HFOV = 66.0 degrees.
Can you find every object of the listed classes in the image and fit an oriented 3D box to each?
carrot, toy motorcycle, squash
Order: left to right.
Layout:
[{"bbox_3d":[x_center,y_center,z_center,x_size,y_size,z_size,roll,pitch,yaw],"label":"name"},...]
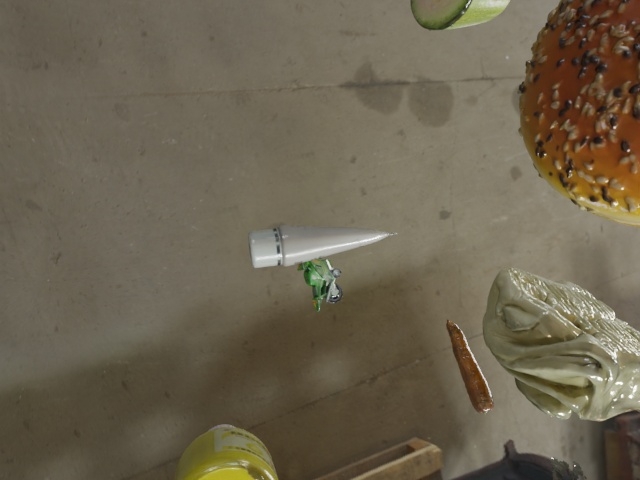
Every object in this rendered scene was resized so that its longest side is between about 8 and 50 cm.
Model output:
[{"bbox_3d":[-0.006,0.097,1.397,0.106,0.074,0.190,-22,90,-27],"label":"toy motorcycle"},{"bbox_3d":[0.244,-0.443,0.838,0.123,0.170,0.170,-9,90,-30],"label":"squash"},{"bbox_3d":[0.377,0.319,1.261,0.059,0.059,0.248,-8,68,-29],"label":"carrot"}]

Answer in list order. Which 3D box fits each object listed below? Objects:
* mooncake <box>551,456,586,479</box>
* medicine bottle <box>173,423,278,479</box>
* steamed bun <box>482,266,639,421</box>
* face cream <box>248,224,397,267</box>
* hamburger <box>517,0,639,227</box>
[{"bbox_3d":[0.531,0.314,0.796,0.057,0.347,0.150,44,32,-38],"label":"mooncake"},{"bbox_3d":[-0.117,0.291,0.606,0.122,0.212,0.121,1,87,-12],"label":"medicine bottle"},{"bbox_3d":[0.497,0.243,1.009,0.346,0.394,0.237,-28,146,-60],"label":"steamed bun"},{"bbox_3d":[0.000,0.000,1.084,0.314,0.143,0.089,-8,89,-11],"label":"face cream"},{"bbox_3d":[0.338,-0.152,0.482,0.176,0.300,0.300,11,81,-39],"label":"hamburger"}]
